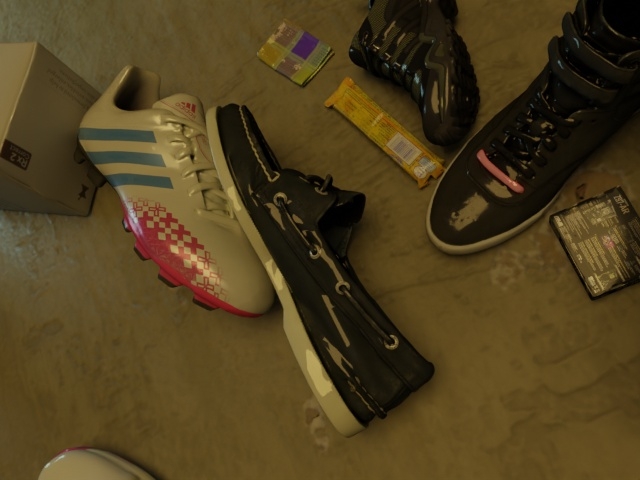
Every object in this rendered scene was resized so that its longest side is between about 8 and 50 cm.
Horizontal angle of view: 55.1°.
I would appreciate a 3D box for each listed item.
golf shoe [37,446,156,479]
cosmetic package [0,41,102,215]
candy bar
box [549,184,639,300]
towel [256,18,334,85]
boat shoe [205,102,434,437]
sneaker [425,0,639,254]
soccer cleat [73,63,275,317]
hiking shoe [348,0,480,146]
[{"bbox_3d":[-0.172,0.300,0.530,0.306,0.140,0.115,40,91,26],"label":"golf shoe"},{"bbox_3d":[-0.373,-0.127,0.724,0.183,0.151,0.152,5,75,19],"label":"cosmetic package"},{"bbox_3d":[0.065,-0.115,0.643,0.040,0.018,0.161,-46,65,5],"label":"candy bar"},{"bbox_3d":[0.252,0.002,0.542,0.067,0.018,0.083,-25,67,10],"label":"box"},{"bbox_3d":[-0.031,-0.219,0.713,0.083,0.009,0.060,41,89,25],"label":"towel"},{"bbox_3d":[-0.001,0.000,0.572,0.113,0.127,0.340,-28,68,8],"label":"boat shoe"},{"bbox_3d":[0.197,-0.112,0.527,0.295,0.147,0.105,-42,67,4],"label":"sneaker"},{"bbox_3d":[-0.145,-0.066,0.637,0.331,0.116,0.143,44,107,27],"label":"soccer cleat"},{"bbox_3d":[0.091,-0.186,0.633,0.114,0.086,0.227,-18,62,27],"label":"hiking shoe"}]
